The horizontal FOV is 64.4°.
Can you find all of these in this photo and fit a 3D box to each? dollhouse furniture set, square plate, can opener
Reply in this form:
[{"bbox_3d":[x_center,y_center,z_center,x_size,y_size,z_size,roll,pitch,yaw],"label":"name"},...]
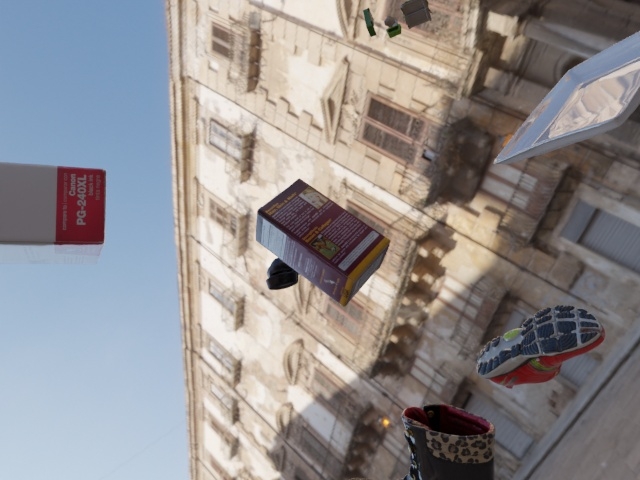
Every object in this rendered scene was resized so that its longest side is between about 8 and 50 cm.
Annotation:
[{"bbox_3d":[0.180,-0.530,1.183,0.151,0.059,0.076,-15,-27,20],"label":"dollhouse furniture set"},{"bbox_3d":[0.569,-0.302,1.058,0.344,0.049,0.347,-47,10,-15],"label":"square plate"},{"bbox_3d":[-0.031,0.056,1.111,0.185,0.073,0.059,-17,-15,2],"label":"can opener"}]

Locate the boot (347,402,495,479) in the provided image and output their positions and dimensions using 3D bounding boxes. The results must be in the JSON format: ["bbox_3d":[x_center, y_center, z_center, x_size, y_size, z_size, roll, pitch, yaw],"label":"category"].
[{"bbox_3d":[0.201,0.487,1.063,0.138,0.377,0.285,-16,-76,-51],"label":"boot"}]

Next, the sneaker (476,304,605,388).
[{"bbox_3d":[0.438,0.218,0.994,0.279,0.118,0.107,-43,19,48],"label":"sneaker"}]

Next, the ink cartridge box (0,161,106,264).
[{"bbox_3d":[-0.252,-0.018,0.395,0.150,0.109,0.063,2,-101,-27],"label":"ink cartridge box"}]

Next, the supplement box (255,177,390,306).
[{"bbox_3d":[0.000,0.000,0.804,0.104,0.188,0.081,-43,-20,-33],"label":"supplement box"}]
